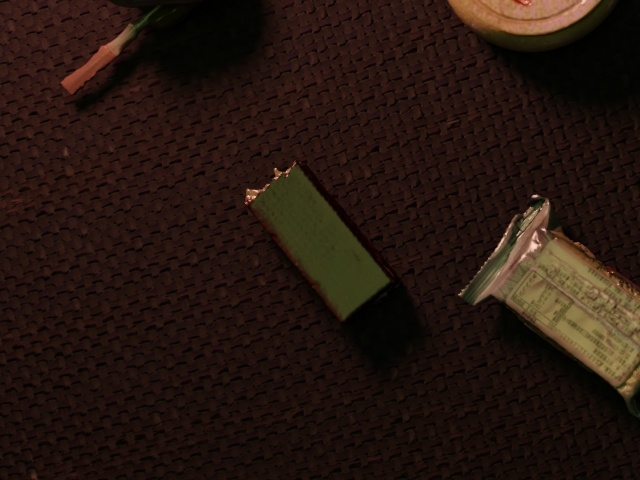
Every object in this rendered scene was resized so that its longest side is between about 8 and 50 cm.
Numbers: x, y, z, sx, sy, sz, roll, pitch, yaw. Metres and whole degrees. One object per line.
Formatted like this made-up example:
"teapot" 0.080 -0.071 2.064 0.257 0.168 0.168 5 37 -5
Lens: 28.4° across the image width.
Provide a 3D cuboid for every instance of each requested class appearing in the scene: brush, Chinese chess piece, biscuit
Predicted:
"brush" -0.278 -0.325 1.913 0.301 0.071 0.084 -38 85 9
"Chinese chess piece" 0.300 -0.400 1.773 0.269 0.112 0.270 0 88 13
"biscuit" 0.000 0.000 1.846 0.106 0.070 0.252 -41 82 7
"biscuit" 0.372 0.091 1.762 0.309 0.079 0.186 36 94 11

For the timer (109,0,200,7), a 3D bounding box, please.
"timer" -0.237 -0.439 1.836 0.208 0.069 0.191 -6 86 -2
